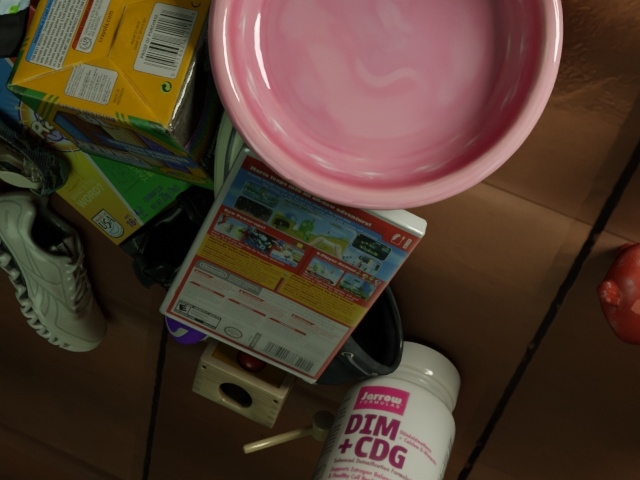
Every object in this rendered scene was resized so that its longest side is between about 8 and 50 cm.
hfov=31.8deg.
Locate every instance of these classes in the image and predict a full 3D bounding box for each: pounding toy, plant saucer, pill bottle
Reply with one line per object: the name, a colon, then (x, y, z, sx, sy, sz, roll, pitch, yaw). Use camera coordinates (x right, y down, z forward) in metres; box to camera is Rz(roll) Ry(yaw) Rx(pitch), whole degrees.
pounding toy: (-0.066, 0.201, 1.550, 0.206, 0.181, 0.094, 25, 137, 5)
plant saucer: (0.060, -0.197, 1.079, 0.332, 0.084, 0.332, 0, 99, 1)
pill bottle: (0.085, 0.281, 1.464, 0.160, 0.283, 0.160, 14, 140, 12)

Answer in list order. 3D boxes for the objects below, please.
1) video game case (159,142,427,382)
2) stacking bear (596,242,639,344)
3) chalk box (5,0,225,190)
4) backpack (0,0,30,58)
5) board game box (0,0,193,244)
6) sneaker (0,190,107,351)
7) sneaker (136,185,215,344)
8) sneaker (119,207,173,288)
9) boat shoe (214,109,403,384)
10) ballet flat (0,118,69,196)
video game case: (-0.039, 0.032, 1.215, 0.204, 0.025, 0.285, 26, 134, -8)
stacking bear: (0.440, 0.100, 1.214, 0.289, 0.175, 0.164, 27, 140, 13)
chalk box: (-0.178, -0.174, 1.217, 0.179, 0.180, 0.289, 16, 170, 10)
backpack: (-0.370, -0.383, 1.018, 0.290, 0.273, 0.356, 33, 107, 14)
board game box: (-0.303, -0.161, 1.419, 0.316, 0.064, 0.242, 43, 136, -14)
sneaker: (-0.388, 0.047, 1.641, 0.118, 0.110, 0.292, -13, 124, 25)
sneaker: (-0.177, 0.030, 1.444, 0.102, 0.146, 0.293, 50, 134, 28)
sneaker: (-0.215, 0.015, 1.553, 0.170, 0.051, 0.089, -21, 119, 45)
boat shoe: (0.000, 0.000, 1.331, 0.156, 0.187, 0.500, 5, 139, 22)
ballet flat: (-0.411, -0.116, 1.423, 0.188, 0.070, 0.070, 28, 137, 1)
